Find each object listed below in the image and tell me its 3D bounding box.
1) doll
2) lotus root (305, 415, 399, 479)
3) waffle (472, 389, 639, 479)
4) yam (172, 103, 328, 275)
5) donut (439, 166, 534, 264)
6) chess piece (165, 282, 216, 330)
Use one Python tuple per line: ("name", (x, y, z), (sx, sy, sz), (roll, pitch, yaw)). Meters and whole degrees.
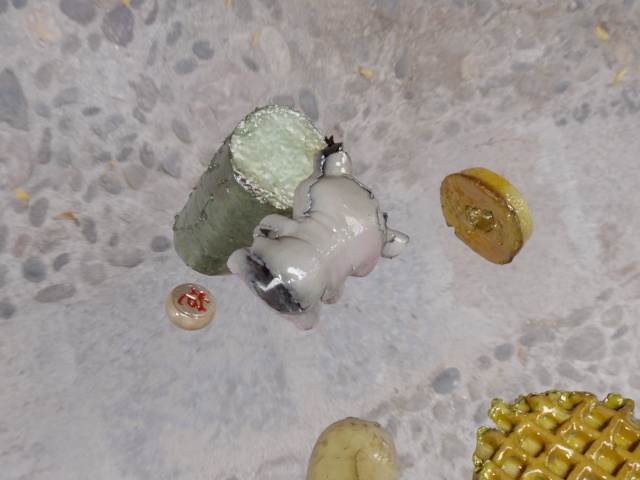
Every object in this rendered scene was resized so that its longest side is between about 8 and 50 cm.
("doll", (0.000, 0.000, 0.836), (0.149, 0.095, 0.192), (47, 63, -8))
("lotus root", (0.050, 0.408, 1.245), (0.160, 0.284, 0.146), (21, 128, -15))
("waffle", (0.380, 0.345, 1.148), (0.325, 0.068, 0.302), (-2, 47, -3))
("yam", (-0.109, -0.060, 1.186), (0.168, 0.304, 0.168), (10, 63, -21))
("donut", (0.282, -0.050, 1.340), (0.065, 0.162, 0.178), (-33, 73, -25))
("chess piece", (-0.211, 0.108, 1.297), (0.083, 0.084, 0.038), (25, 128, -4))
